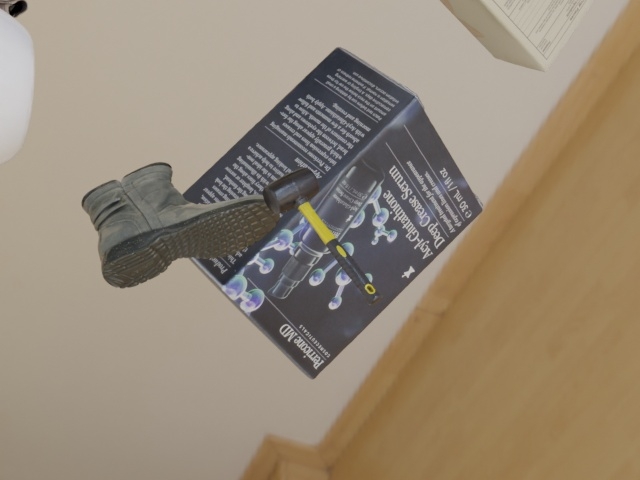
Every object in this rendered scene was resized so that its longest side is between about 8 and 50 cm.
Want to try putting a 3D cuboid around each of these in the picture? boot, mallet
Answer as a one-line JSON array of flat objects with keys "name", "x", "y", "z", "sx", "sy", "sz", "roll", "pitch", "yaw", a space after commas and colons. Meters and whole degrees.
[{"name": "boot", "x": -0.189, "y": -0.048, "z": 1.438, "sx": 0.083, "sy": 0.247, "sz": 0.161, "roll": 75, "pitch": 176, "yaw": -52}, {"name": "boot", "x": -0.502, "y": -0.368, "z": 1.743, "sx": 0.118, "sy": 0.087, "sz": 0.042, "roll": -68, "pitch": -34, "yaw": -52}, {"name": "mallet", "x": 0.000, "y": 0.000, "z": 1.246, "sx": 0.189, "sy": 0.062, "sz": 0.039, "roll": 60, "pitch": 157, "yaw": 24}]

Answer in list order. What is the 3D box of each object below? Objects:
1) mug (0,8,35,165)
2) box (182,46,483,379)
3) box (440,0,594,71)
[{"name": "mug", "x": -0.543, "y": -0.155, "z": 1.367, "sx": 0.276, "sy": 0.328, "sz": 0.374, "roll": 42, "pitch": 124, "yaw": 58}, {"name": "box", "x": 0.006, "y": -0.040, "z": 1.697, "sx": 0.395, "sy": 0.293, "sz": 0.212, "roll": -45, "pitch": 47, "yaw": -4}, {"name": "box", "x": 0.239, "y": -0.388, "z": 1.556, "sx": 0.148, "sy": 0.311, "sz": 0.121, "roll": -56, "pitch": 38, "yaw": -4}]
